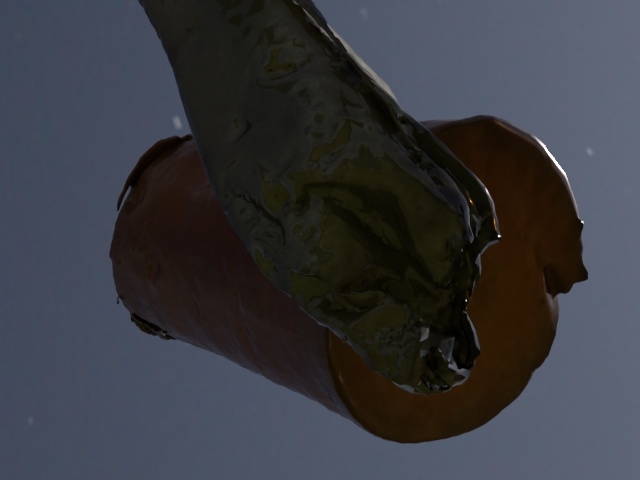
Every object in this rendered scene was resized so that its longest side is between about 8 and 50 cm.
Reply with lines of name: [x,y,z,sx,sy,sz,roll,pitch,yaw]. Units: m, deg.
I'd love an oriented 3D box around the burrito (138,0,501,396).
burrito: [-0.011,-0.048,0.490,0.058,0.229,0.063,17,-57,-39]

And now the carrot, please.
carrot: [0.000,0.000,0.990,0.196,0.254,0.196,-12,-71,-39]
